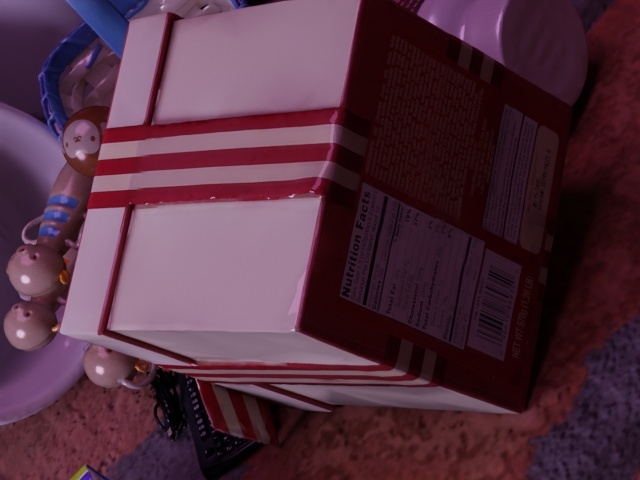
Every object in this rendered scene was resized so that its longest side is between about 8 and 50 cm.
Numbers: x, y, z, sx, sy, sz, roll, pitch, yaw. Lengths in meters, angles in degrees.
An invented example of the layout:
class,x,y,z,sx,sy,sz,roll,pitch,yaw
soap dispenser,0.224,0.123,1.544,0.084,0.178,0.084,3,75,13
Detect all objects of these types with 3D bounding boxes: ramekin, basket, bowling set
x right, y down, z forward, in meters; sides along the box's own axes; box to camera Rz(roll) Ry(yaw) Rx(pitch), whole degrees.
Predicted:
class,x,y,z,sx,sy,sz,roll,pitch,yaw
ramekin,-0.324,0.024,1.509,0.135,0.277,0.277,-11,47,53
basket,-0.154,-0.161,1.481,0.201,0.289,0.255,-39,30,1
bowling set,-0.169,0.010,1.343,0.287,0.200,0.154,1,54,36

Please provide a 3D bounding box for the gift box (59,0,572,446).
class,x,y,z,sx,sy,sz,roll,pitch,yaw
gift box,0.000,0.000,1.186,0.258,0.276,0.255,-1,67,44

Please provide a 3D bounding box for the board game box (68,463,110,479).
class,x,y,z,sx,sy,sz,roll,pitch,yaw
board game box,-0.229,0.354,1.219,0.347,0.078,0.233,-46,33,3

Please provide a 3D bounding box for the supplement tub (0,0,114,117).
class,x,y,z,sx,sy,sz,roll,pitch,yaw
supplement tub,-0.267,-0.303,1.810,0.241,0.241,0.331,-33,36,21

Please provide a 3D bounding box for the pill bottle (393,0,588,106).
class,x,y,z,sx,sy,sz,roll,pitch,yaw
pill bottle,0.085,-0.131,1.334,0.221,0.121,0.121,-5,52,47

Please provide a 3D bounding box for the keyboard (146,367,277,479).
class,x,y,z,sx,sy,sz,roll,pitch,yaw
keyboard,-0.095,0.107,1.365,0.100,0.038,0.192,-40,33,12

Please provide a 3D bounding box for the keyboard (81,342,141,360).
class,x,y,z,sx,sy,sz,roll,pitch,yaw
keyboard,-0.089,0.023,1.439,0.256,0.014,0.072,-39,33,-2
